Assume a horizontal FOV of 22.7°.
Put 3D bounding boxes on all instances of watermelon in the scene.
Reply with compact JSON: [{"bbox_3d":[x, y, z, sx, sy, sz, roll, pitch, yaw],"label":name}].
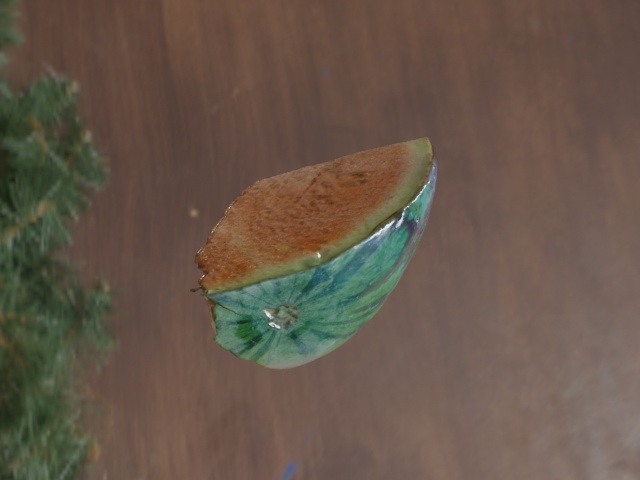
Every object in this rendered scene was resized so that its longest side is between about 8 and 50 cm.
[{"bbox_3d":[0.021,0.008,1.110,0.128,0.146,0.231,57,26,-17],"label":"watermelon"}]
